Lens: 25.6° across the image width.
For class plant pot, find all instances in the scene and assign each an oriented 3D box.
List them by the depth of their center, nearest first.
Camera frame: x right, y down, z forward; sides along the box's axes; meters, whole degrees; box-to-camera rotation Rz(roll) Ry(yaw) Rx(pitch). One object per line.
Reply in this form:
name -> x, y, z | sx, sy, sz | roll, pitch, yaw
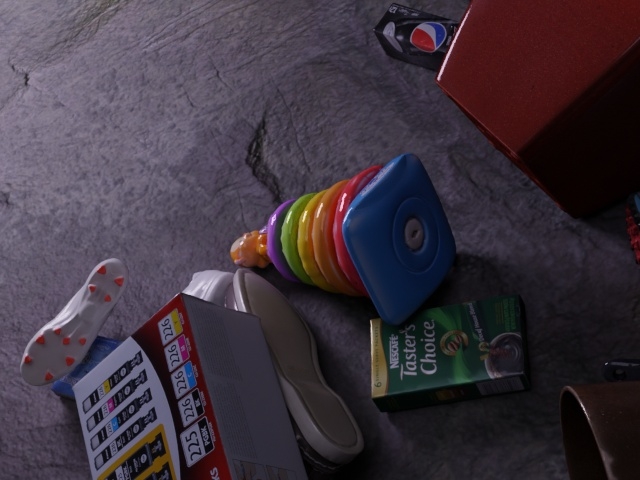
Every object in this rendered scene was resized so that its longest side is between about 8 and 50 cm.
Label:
plant pot -> 0.378, 0.225, 1.385 | 0.230, 0.215, 0.215 | -12, 53, -1
plant pot -> 0.300, -0.188, 1.666 | 0.236, 0.267, 0.267 | -46, 51, 6

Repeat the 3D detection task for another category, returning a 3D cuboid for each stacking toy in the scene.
stacking toy -> 0.000, 0.000, 1.738 | 0.302, 0.166, 0.175 | -4, 31, 42

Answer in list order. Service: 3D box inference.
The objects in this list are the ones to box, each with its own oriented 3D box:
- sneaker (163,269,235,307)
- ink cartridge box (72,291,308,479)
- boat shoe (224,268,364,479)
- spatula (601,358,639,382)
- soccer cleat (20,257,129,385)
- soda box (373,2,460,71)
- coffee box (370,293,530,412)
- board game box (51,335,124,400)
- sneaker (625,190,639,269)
sneaker -> -0.184, 0.125, 1.776 | 0.094, 0.080, 0.212 | 12, 56, 43
ink cartridge box -> -0.160, 0.266, 1.552 | 0.272, 0.130, 0.309 | -41, 50, 27
boat shoe -> -0.054, 0.162, 1.662 | 0.097, 0.116, 0.324 | -51, 43, 20
spatula -> 0.437, 0.136, 1.438 | 0.296, 0.084, 0.030 | 0, 26, 2
soccer cleat -> -0.313, 0.108, 1.823 | 0.068, 0.076, 0.196 | 38, 87, -1
soda box -> 0.157, -0.264, 1.889 | 0.169, 0.060, 0.053 | 22, 70, 34
coffee box -> 0.149, 0.131, 1.635 | 0.184, 0.040, 0.113 | -10, 54, 17
board game box -> -0.290, 0.168, 1.817 | 0.090, 0.020, 0.090 | 10, 63, 30
sneaker -> 0.441, 0.034, 1.552 | 0.125, 0.104, 0.262 | -29, 59, -9
